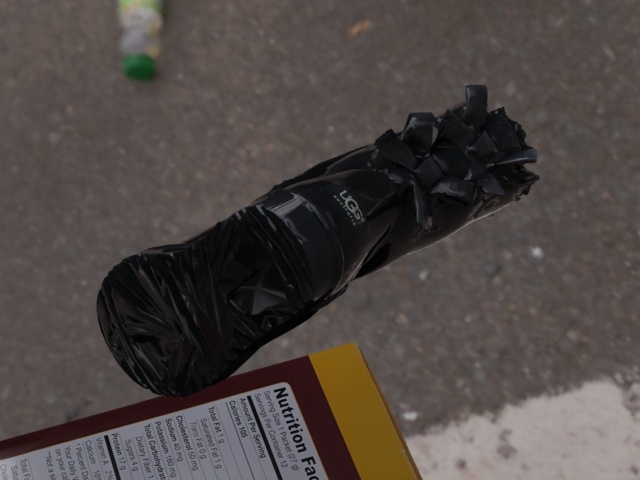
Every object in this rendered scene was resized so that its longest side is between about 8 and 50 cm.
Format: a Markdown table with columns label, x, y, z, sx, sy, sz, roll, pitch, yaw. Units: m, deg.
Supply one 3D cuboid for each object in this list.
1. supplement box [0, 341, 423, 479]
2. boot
| label | x | y | z | sx | sy | sz | roll | pitch | yaw |
| --- | --- | --- | --- | --- | --- | --- | --- | --- | --- |
| supplement box | -0.052 | 0.168 | 0.572 | 0.194 | 0.191 | 0.129 | -15 | 47 | -11 |
| boot | 0.000 | 0.000 | 0.456 | 0.121 | 0.099 | 0.045 | -31 | 88 | 50 |
